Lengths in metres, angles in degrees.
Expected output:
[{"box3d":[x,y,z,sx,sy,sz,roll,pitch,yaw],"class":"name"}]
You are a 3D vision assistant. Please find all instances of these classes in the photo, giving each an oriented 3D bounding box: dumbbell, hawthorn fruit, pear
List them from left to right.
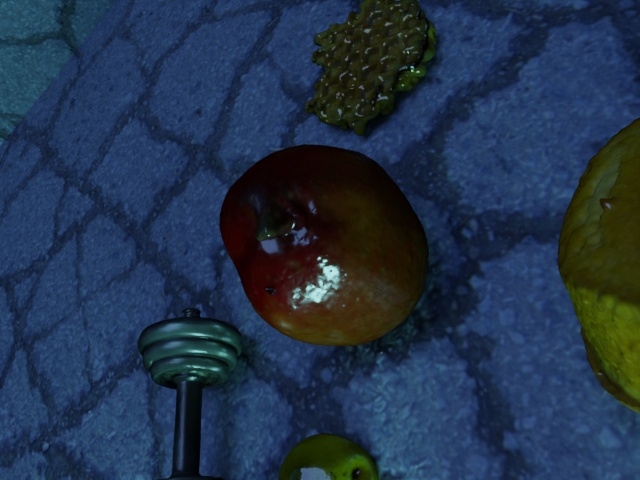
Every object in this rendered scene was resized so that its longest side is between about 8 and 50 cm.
[{"box3d":[-0.209,0.295,0.905,0.179,0.179,0.406,-24,55,28],"class":"dumbbell"},{"box3d":[0.000,-0.001,0.811,0.295,0.311,0.295,-30,39,27],"class":"hawthorn fruit"},{"box3d":[0.002,0.329,0.770,0.141,0.104,0.141,-21,57,35],"class":"pear"}]

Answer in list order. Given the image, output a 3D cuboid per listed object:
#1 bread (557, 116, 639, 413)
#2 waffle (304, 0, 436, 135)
[{"box3d":[0.387,-0.011,0.505,0.337,0.204,0.358,-3,43,53],"class":"bread"},{"box3d":[0.082,-0.338,1.090,0.282,0.058,0.300,-32,49,20],"class":"waffle"}]
